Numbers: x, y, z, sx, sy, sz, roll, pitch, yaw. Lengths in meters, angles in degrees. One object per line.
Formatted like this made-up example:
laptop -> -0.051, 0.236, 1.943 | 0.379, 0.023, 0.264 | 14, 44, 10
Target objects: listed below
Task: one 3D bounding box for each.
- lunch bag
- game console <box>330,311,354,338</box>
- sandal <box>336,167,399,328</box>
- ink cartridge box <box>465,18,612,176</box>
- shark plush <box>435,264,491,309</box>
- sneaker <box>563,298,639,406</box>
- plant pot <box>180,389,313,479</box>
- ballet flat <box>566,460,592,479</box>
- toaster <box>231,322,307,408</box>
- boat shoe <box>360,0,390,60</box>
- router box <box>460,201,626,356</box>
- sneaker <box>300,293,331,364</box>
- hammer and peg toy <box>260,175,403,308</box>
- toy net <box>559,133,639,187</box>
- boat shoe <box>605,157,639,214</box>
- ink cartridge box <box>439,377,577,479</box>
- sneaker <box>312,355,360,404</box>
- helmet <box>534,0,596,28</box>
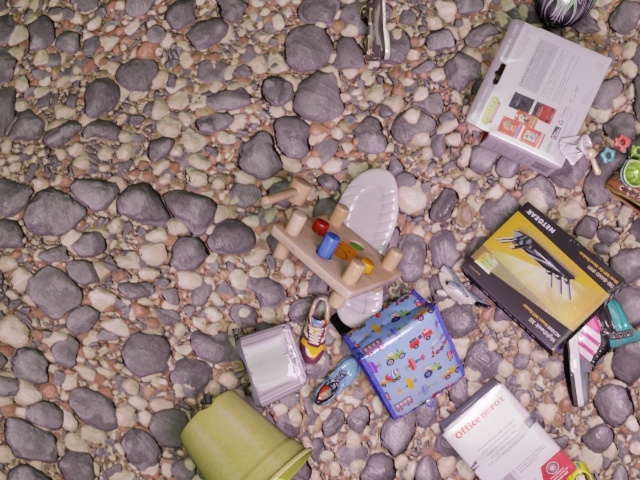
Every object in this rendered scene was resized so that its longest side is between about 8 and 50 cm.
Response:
lunch bag -> 0.228, 0.310, 1.609 | 0.220, 0.138, 0.293 | -32, 114, -6
game console -> 0.107, 0.219, 1.710 | 0.122, 0.071, 0.107 | -38, 114, 1
sandal -> 0.113, 0.019, 1.688 | 0.169, 0.102, 0.417 | 9, 88, 21
ink cartridge box -> 0.546, -0.369, 1.672 | 0.271, 0.130, 0.310 | 27, 87, 5
shark plush -> 0.377, 0.126, 1.682 | 0.161, 0.073, 0.067 | 26, 57, 10
sneaker -> 0.704, 0.267, 1.617 | 0.178, 0.124, 0.296 | -2, 84, 13
plant pot -> -0.202, 0.522, 1.596 | 0.276, 0.276, 0.254 | -46, 73, -1
ballet flat -> 0.658, 0.668, 1.602 | 0.077, 0.077, 0.231 | -9, 85, 2
toaster -> -0.124, 0.307, 1.662 | 0.146, 0.129, 0.227 | -20, 82, -2
boat shoe -> 0.142, -0.599, 1.744 | 0.068, 0.081, 0.228 | -6, 87, -1
router box -> 0.546, 0.091, 1.609 | 0.243, 0.081, 0.309 | -44, 63, -1
sneaker -> -0.015, 0.231, 1.680 | 0.069, 0.084, 0.186 | 8, 85, 4
hammer and peg toy -> 0.000, 0.000, 1.540 | 0.361, 0.265, 0.127 | 40, 118, 22
toy net -> 0.702, -0.217, 1.587 | 0.232, 0.045, 0.122 | 20, 89, -11
boat shoe -> 0.864, -0.068, 1.645 | 0.104, 0.110, 0.307 | -44, 74, 2
ink cartridge box -> 0.458, 0.510, 1.610 | 0.197, 0.114, 0.273 | -41, 85, 0
sneaker -> 0.044, 0.369, 1.670 | 0.063, 0.073, 0.162 | 41, 89, 6
helmet -> 0.639, -0.644, 1.675 | 0.169, 0.161, 0.170 | 0, 85, 4
